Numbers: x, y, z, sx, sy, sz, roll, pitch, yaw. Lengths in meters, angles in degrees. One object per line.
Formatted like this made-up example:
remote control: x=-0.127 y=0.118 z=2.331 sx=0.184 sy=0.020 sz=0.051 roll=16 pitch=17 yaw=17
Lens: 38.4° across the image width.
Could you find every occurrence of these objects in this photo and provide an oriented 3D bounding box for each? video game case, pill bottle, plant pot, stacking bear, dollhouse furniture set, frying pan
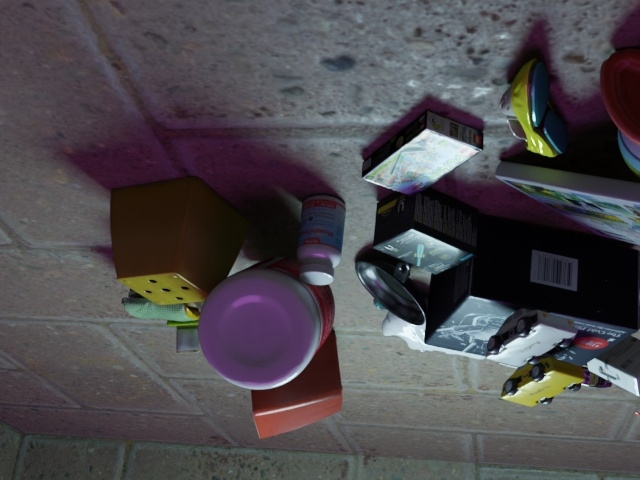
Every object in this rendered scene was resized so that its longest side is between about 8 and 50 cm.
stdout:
video game case: x=0.595 y=0.323 z=2.315 sx=0.232 sy=0.041 sz=0.210 roll=11 pitch=177 yaw=34
pill bottle: x=0.000 y=0.000 z=1.765 sx=0.087 sy=0.160 sz=0.087 roll=5 pitch=155 yaw=2
plant pot: x=-0.066 y=0.361 z=2.467 sx=0.236 sy=0.267 sz=0.267 roll=-6 pitch=155 yaw=-2
stacking bear: x=0.521 y=-0.145 z=1.350 sx=0.176 sy=0.164 sz=0.289 roll=-5 pitch=157 yaw=23
dollhouse furniture set: x=-0.327 y=0.216 z=2.207 sx=0.198 sy=0.151 sz=0.301 roll=-4 pitch=172 yaw=13
pill bottle: x=-0.092 y=0.153 z=1.891 sx=0.229 sy=0.228 sz=0.408 roll=3 pitch=-175 yaw=8
frying pan: x=0.145 y=0.073 z=1.953 sx=0.197 sy=0.053 sz=0.326 roll=33 pitch=159 yaw=30
plant pot: x=-0.291 y=0.015 z=1.837 sx=0.212 sy=0.187 sz=0.212 roll=-7 pitch=152 yaw=26
video game case: x=0.500 y=-0.045 z=1.527 sx=0.300 sy=0.036 sz=0.329 roll=24 pitch=178 yaw=-33

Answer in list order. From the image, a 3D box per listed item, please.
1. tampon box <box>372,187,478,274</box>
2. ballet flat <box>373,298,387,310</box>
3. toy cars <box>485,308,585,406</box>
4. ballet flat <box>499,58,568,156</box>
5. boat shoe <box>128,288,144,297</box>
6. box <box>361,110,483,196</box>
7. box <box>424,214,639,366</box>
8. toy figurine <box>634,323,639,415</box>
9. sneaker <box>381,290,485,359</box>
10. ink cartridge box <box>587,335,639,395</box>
tampon box: x=0.199 y=-0.022 z=1.739 sx=0.161 sy=0.101 sz=0.120 roll=22 pitch=150 yaw=-29
ballet flat: x=0.177 y=0.154 z=2.206 sx=0.114 sy=0.041 sz=0.041 roll=16 pitch=153 yaw=-19
toy cars: x=0.418 y=0.216 z=1.788 sx=0.177 sy=0.087 sz=0.393 roll=-5 pitch=148 yaw=17
ballet flat: x=0.313 y=-0.194 z=1.387 sx=0.077 sy=0.077 sz=0.231 roll=12 pitch=162 yaw=30
boat shoe: x=-0.378 y=0.078 z=2.109 sx=0.114 sy=0.091 sz=0.302 roll=-2 pitch=170 yaw=-23
box: x=0.170 y=-0.143 z=1.564 sx=0.114 sy=0.036 sz=0.207 roll=17 pitch=153 yaw=-22
box: x=0.424 y=0.121 z=1.885 sx=0.344 sy=0.178 sz=0.312 roll=12 pitch=156 yaw=-5
toy figurine: x=0.759 y=0.206 z=2.068 sx=0.362 sy=0.217 sz=0.191 roll=58 pitch=159 yaw=-4
sneaker: x=0.278 y=0.215 z=2.191 sx=0.297 sy=0.111 sz=0.129 roll=26 pitch=129 yaw=-21
ink cartridge box: x=0.647 y=0.256 z=1.944 sx=0.135 sy=0.099 sz=0.056 roll=29 pitch=146 yaw=51
